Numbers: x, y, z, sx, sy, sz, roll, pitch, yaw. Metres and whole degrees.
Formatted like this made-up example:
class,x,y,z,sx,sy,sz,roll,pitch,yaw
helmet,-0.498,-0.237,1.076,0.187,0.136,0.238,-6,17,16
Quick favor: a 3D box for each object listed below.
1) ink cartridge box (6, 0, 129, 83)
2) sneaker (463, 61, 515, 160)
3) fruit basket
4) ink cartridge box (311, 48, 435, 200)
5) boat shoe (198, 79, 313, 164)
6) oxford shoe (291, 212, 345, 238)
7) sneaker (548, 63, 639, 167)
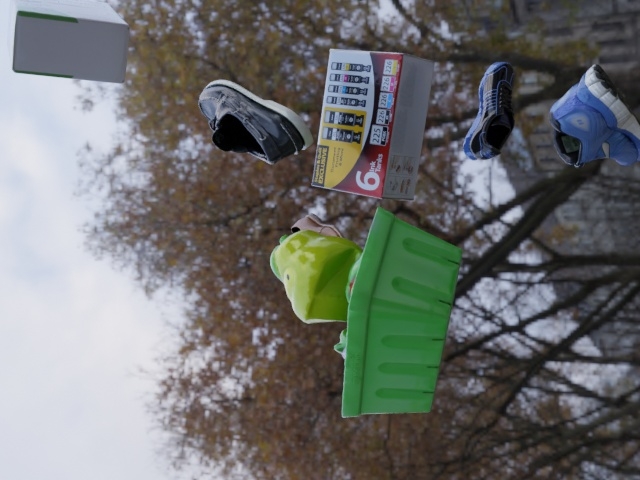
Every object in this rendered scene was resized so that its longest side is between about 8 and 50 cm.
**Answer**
class,x,y,z,sx,sy,sz,roll,pitch,yaw
ink cartridge box,-0.494,-0.397,1.699,0.278,0.202,0.117,-132,49,-60
sneaker,0.381,-0.277,1.871,0.081,0.090,0.232,23,-101,-29
fruit basket,0.058,0.119,1.616,0.282,0.392,0.392,-70,-32,-42
ink cartridge box,0.088,-0.261,1.960,0.130,0.272,0.309,0,-80,-50
boat shoe,-0.161,-0.223,1.742,0.113,0.340,0.127,-44,-43,-19
oxford shoe,0.000,0.000,2.107,0.076,0.212,0.076,-26,-62,-22
sneaker,0.501,-0.206,1.611,0.330,0.147,0.129,23,-140,-53
